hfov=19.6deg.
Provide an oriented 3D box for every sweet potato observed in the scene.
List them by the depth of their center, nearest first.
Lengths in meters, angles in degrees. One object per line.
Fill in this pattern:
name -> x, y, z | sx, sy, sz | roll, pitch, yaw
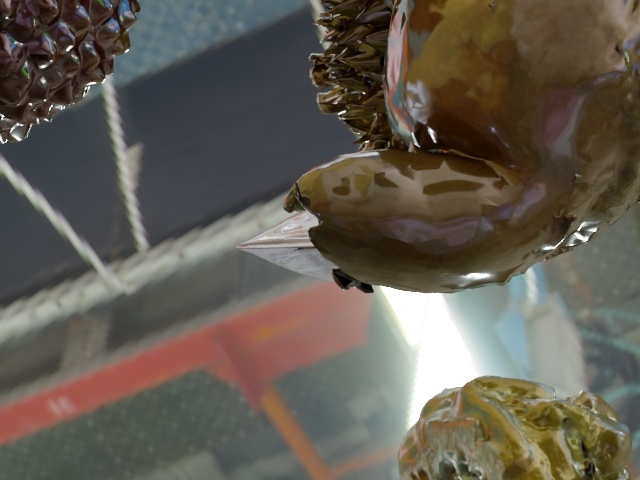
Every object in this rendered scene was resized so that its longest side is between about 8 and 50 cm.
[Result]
sweet potato -> 0.085, -0.078, 0.472 | 0.124, 0.098, 0.310 | 33, -141, 29

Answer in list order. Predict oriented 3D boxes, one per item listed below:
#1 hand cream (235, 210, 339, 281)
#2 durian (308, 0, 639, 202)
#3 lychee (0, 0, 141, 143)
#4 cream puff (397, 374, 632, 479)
hand cream -> 0.000, 0.000, 1.192 | 0.084, 0.053, 0.142 | -3, 178, 9
durian -> 0.168, -0.181, 1.236 | 0.384, 0.347, 0.347 | -28, -147, 2
lychee -> -0.193, -0.172, 0.941 | 0.271, 0.271, 0.271 | -21, -146, 15
cream puff -> 0.172, 0.202, 1.563 | 0.221, 0.194, 0.195 | -34, -159, 49
